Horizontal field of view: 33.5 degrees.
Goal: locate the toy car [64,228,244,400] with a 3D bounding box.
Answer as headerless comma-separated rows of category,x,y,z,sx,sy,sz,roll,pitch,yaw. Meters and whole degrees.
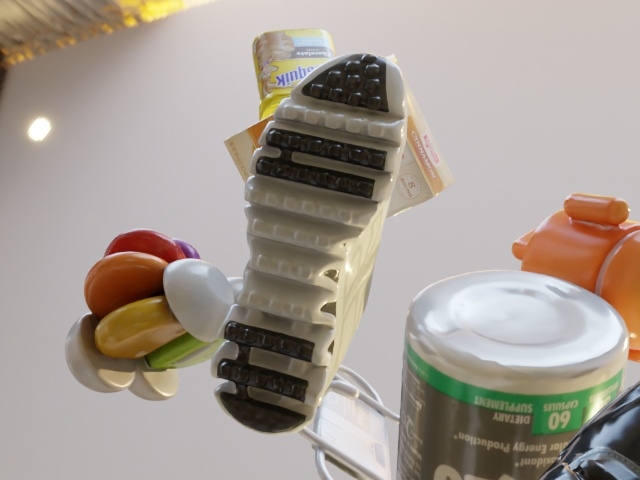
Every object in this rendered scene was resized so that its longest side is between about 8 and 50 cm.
toy car,-0.143,0.058,0.966,0.159,0.182,0.136,-29,-114,17

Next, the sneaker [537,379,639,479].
sneaker,0.091,0.160,0.413,0.107,0.124,0.283,40,-85,25

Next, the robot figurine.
robot figurine,0.296,0.039,1.088,0.219,0.128,0.158,21,-84,56

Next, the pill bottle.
pill bottle,0.174,0.228,1.030,0.204,0.361,0.204,0,-155,0

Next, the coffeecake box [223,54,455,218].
coffeecake box,0.018,-0.080,1.067,0.185,0.068,0.142,-24,-85,30

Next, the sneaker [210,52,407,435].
sneaker,0.000,0.000,0.818,0.110,0.118,0.292,20,-83,19

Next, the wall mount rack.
wall mount rack,0.113,0.247,1.429,0.130,0.304,0.350,-53,-169,18

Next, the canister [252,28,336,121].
canister,-0.030,-0.219,1.478,0.126,0.073,0.170,-5,-134,-7
